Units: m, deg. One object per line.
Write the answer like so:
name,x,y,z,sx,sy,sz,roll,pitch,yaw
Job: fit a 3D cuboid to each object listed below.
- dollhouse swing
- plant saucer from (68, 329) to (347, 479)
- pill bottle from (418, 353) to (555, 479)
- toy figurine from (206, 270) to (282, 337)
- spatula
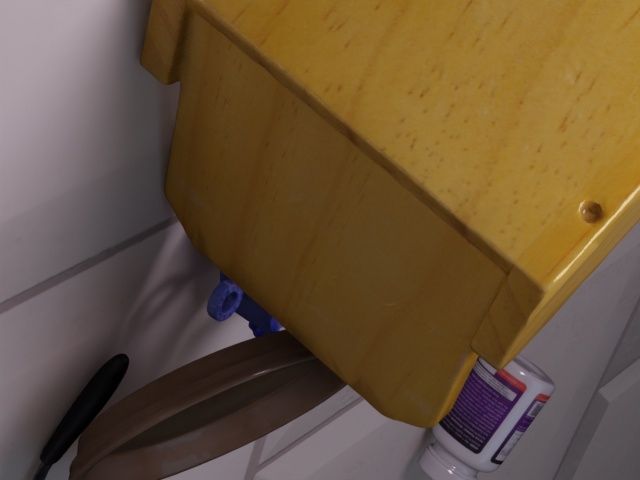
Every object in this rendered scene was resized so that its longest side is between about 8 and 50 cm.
dollhouse swing,0.076,-0.085,1.257,0.315,0.347,0.305,-46,165,-14
plant saucer,-0.091,0.144,1.450,0.278,0.041,0.278,-23,165,-6
pill bottle,0.217,0.241,2.249,0.193,0.108,0.108,-55,156,8
toy figurine,0.000,0.000,1.437,0.217,0.191,0.362,-34,150,-25
spatula,-0.244,0.216,1.480,0.296,0.030,0.084,-60,158,18
